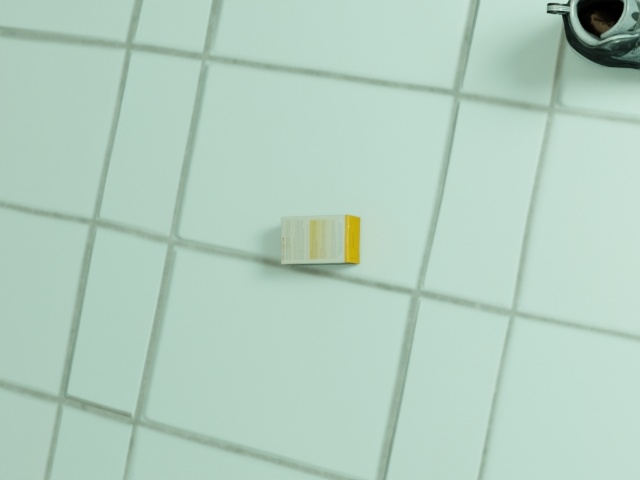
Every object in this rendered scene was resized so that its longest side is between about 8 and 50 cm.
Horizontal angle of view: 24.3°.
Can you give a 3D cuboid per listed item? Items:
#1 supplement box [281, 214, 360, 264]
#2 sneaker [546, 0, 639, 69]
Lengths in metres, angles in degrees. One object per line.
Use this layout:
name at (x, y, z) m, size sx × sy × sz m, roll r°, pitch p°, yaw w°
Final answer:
supplement box at (0.000, 0.000, 1.888) m, size 0.098 × 0.036 × 0.062 m, roll -1°, pitch 86°, yaw 27°
sneaker at (0.383, -0.234, 1.642) m, size 0.269 × 0.153 × 0.101 m, roll 8°, pitch 90°, yaw 28°
